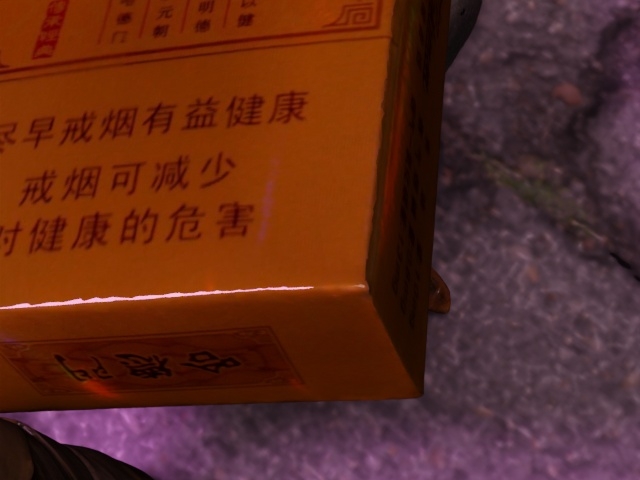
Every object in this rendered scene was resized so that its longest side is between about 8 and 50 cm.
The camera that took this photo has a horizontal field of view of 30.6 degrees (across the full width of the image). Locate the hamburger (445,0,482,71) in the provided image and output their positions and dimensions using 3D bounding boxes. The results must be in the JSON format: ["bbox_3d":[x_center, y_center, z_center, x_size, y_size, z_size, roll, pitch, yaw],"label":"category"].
[{"bbox_3d":[0.064,-0.138,0.772,0.054,0.084,0.121,29,84,9],"label":"hamburger"}]

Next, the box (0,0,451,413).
[{"bbox_3d":[-0.061,-0.113,0.672,0.264,0.115,0.415,-6,55,17],"label":"box"}]

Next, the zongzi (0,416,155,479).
[{"bbox_3d":[-0.226,0.210,0.618,0.145,0.300,0.274,36,85,36],"label":"zongzi"}]

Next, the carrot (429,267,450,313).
[{"bbox_3d":[0.000,0.000,0.773,0.191,0.047,0.047,21,81,4],"label":"carrot"}]
